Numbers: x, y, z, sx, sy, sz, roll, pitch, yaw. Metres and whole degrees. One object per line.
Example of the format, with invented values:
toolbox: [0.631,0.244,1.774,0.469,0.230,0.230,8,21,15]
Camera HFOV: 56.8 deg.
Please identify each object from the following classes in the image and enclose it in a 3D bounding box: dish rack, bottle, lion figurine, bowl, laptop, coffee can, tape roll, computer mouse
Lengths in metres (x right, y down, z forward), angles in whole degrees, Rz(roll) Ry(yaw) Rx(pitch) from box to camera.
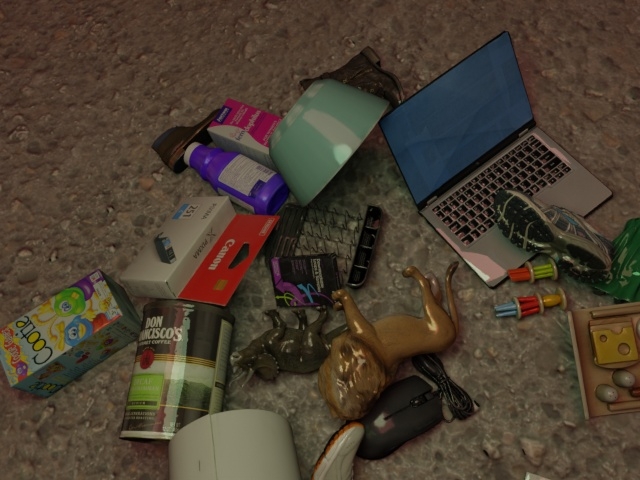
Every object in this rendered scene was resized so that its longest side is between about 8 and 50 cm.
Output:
dish rack: [0.000,0.000,1.414,0.271,0.074,0.208,12,68,13]
bottle: [-0.219,-0.163,1.504,0.282,0.092,0.118,28,62,18]
lion figurine: [0.163,0.198,1.226,0.392,0.142,0.240,-20,66,-10]
bowl: [-0.004,-0.243,1.350,0.163,0.311,0.311,38,75,-7]
laptop: [0.407,-0.183,1.348,0.382,0.236,0.408,-36,67,-8]
coffee can: [-0.298,0.287,1.259,0.201,0.201,0.275,1,67,8]
tape roll: [-0.157,0.450,1.102,0.246,0.246,0.169,-17,48,0]
computer mouse: [0.166,0.349,1.238,0.272,0.072,0.188,-33,67,-7]

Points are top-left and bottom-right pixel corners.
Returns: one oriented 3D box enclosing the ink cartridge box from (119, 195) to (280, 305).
ink cartridge box: [-0.270,0.012,1.361,0.261,0.066,0.296,2,43,26]

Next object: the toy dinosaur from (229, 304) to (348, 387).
toy dinosaur: [-0.052,0.231,1.313,0.313,0.121,0.160,-2,78,-15]

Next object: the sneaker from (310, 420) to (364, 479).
sneaker: [0.036,0.491,1.181,0.121,0.099,0.262,29,90,6]

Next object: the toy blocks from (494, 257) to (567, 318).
toy blocks: [0.452,0.109,1.310,0.148,0.054,0.123,-11,70,3]

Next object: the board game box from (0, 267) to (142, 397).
board game box: [-0.572,0.214,1.360,0.275,0.144,0.142,-33,66,-8]

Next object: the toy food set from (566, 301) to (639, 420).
toy food set: [0.661,0.230,1.180,0.306,0.092,0.220,-8,81,4]

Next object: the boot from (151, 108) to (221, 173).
boot: [-0.354,-0.292,1.587,0.106,0.082,0.219,37,78,18]

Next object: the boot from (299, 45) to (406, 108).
boot: [0.087,-0.378,1.572,0.229,0.091,0.263,-32,62,0]

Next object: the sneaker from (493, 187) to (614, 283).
sneaker: [0.511,-0.025,1.301,0.283,0.110,0.122,40,51,14]

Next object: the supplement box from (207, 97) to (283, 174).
supplement box: [-0.163,-0.263,1.532,0.220,0.114,0.111,23,72,18]

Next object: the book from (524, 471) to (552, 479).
book: [0.429,0.536,1.144,0.096,0.035,0.144,14,70,18]

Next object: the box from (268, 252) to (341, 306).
box: [-0.034,0.091,1.347,0.162,0.029,0.116,-5,101,23]

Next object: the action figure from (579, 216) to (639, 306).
action figure: [0.688,0.029,1.310,0.137,0.063,0.232,30,78,21]
